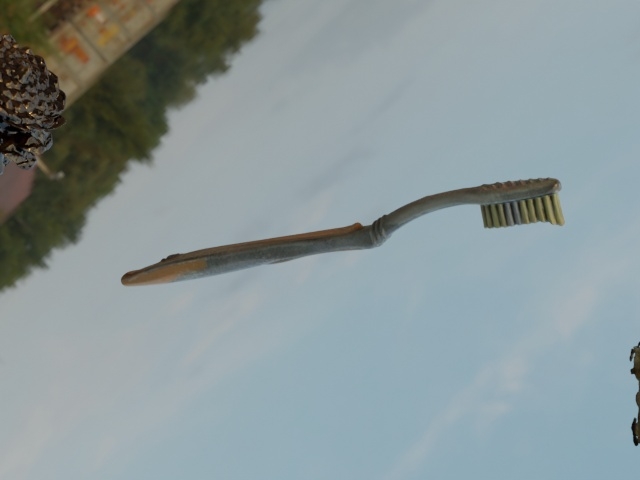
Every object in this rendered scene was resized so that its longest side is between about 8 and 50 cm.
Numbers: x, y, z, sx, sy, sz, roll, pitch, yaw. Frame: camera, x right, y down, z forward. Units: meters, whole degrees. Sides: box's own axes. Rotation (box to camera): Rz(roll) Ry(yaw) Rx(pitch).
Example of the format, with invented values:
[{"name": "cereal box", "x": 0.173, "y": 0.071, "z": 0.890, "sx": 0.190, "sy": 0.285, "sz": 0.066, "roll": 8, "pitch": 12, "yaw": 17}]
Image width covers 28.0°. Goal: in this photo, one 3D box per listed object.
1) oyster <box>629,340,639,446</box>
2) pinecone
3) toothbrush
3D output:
[{"name": "oyster", "x": 0.437, "y": 0.238, "z": 1.429, "sx": 0.094, "sy": 0.294, "sz": 0.166, "roll": -12, "pitch": 161, "yaw": -15}, {"name": "pinecone", "x": -0.308, "y": -0.120, "z": 1.185, "sx": 0.120, "sy": 0.140, "sz": 0.140, "roll": -30, "pitch": -162, "yaw": 33}, {"name": "toothbrush", "x": 0.000, "y": 0.000, "z": 0.939, "sx": 0.375, "sy": 0.037, "sz": 0.028, "roll": -10, "pitch": -168, "yaw": 30}]
